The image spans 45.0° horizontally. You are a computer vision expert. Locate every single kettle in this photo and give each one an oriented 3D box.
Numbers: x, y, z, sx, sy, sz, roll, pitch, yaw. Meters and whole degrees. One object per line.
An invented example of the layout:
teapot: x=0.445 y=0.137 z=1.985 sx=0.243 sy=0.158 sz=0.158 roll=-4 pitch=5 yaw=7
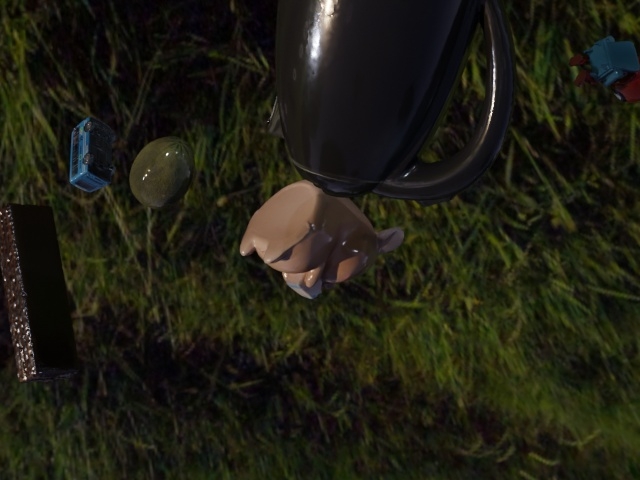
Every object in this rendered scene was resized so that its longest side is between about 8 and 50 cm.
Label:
kettle: x=0.075 y=-0.178 z=0.824 sx=0.268 sy=0.207 sz=0.290 roll=15 pitch=108 yaw=16

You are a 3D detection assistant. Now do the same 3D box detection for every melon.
melon: x=-0.255 y=-0.110 z=1.251 sx=0.098 sy=0.098 sz=0.131 roll=11 pitch=124 yaw=-36

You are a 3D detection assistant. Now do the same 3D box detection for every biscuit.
biscuit: x=-0.596 y=0.103 z=1.619 sx=0.073 sy=0.389 sz=0.107 roll=-26 pitch=162 yaw=35

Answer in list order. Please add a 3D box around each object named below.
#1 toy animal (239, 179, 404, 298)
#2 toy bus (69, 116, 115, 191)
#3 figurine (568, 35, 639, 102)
toy animal: x=0.002 y=0.003 z=1.490 sx=0.195 sy=0.213 sz=0.256 roll=11 pitch=159 yaw=43
toy bus: x=-0.272 y=-0.102 z=0.918 sx=0.046 sy=0.083 sz=0.038 roll=-24 pitch=148 yaw=27
figurine: x=0.436 y=-0.244 z=1.119 sx=0.140 sy=0.068 sz=0.075 roll=9 pitch=154 yaw=-27
